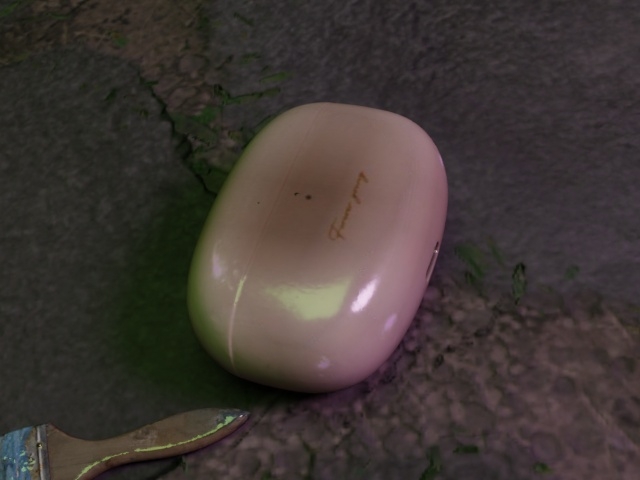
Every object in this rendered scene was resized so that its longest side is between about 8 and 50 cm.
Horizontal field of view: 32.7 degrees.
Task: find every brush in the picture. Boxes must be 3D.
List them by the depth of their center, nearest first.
[{"bbox_3d":[-0.137,0.131,0.653,0.196,0.021,0.070,-16,54,-1],"label":"brush"}]

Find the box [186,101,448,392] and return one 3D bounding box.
[{"bbox_3d":[0.000,0.000,0.679,0.146,0.088,0.200,12,56,18],"label":"box"}]
